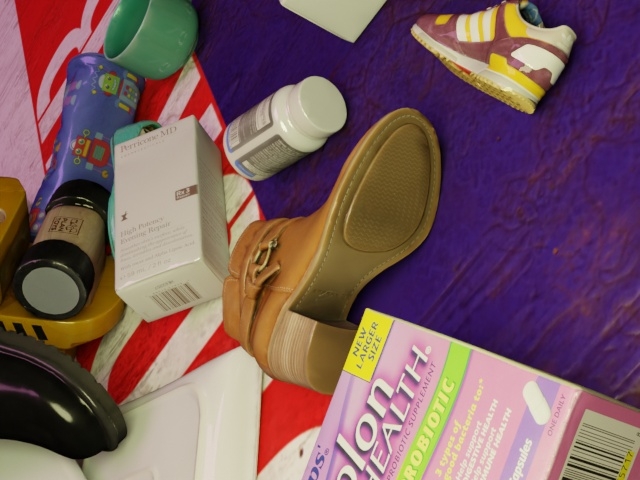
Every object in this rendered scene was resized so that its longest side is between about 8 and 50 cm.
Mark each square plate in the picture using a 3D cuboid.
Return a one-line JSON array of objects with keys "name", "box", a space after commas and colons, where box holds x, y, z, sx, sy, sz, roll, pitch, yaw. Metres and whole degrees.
[{"name": "square plate", "box": [-0.187, 0.306, 1.228, 0.347, 0.049, 0.344, -29, 48, 44]}]

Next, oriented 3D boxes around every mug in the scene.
[{"name": "mug", "box": [-0.226, -0.304, 1.605, 0.158, 0.097, 0.129, -49, 36, 23]}]

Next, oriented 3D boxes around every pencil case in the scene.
[{"name": "pencil case", "box": [-0.345, -0.116, 1.648, 0.133, 0.119, 0.306, -21, 54, 62]}]

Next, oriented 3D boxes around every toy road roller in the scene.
[{"name": "toy road roller", "box": [-0.420, 0.061, 1.480, 0.202, 0.329, 0.241, -85, 2, -57]}]

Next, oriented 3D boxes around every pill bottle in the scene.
[{"name": "pill bottle", "box": [-0.039, -0.124, 1.244, 0.137, 0.078, 0.078, -26, 51, 46]}]

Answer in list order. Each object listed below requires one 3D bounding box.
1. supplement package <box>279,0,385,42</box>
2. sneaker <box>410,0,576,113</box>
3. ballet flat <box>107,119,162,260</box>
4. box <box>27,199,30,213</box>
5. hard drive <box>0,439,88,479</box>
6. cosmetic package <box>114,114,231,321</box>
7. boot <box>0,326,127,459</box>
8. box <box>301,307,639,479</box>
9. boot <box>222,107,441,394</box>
[{"name": "supplement package", "box": [0.036, -0.328, 1.233, 0.179, 0.105, 0.105, -50, 37, 25]}, {"name": "sneaker", "box": [0.156, -0.180, 1.016, 0.084, 0.069, 0.185, -53, 40, 6]}, {"name": "ballet flat", "box": [-0.232, -0.067, 1.494, 0.087, 0.083, 0.247, -26, 50, 22]}, {"name": "box", "box": [-0.583, 0.030, 1.903, 0.181, 0.119, 0.182, -42, 41, 33]}, {"name": "hard drive", "box": [-0.394, 0.300, 1.304, 0.353, 0.233, 0.047, 31, 139, 57]}, {"name": "cosmetic package", "box": [-0.178, -0.029, 1.349, 0.117, 0.085, 0.231, -20, 51, 13]}, {"name": "boot", "box": [-0.416, 0.222, 1.250, 0.348, 0.131, 0.260, 20, 52, 20]}, {"name": "box", "box": [0.103, 0.186, 0.815, 0.243, 0.117, 0.214, 18, 86, 58]}, {"name": "boot", "box": [0.000, 0.000, 1.111, 0.220, 0.109, 0.284, 20, 95, 61]}]
